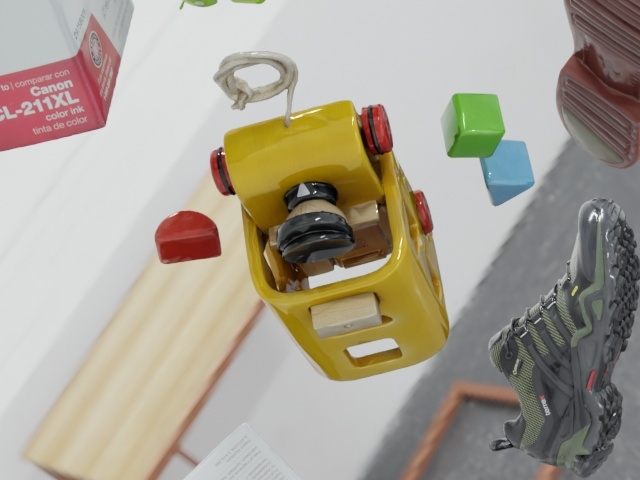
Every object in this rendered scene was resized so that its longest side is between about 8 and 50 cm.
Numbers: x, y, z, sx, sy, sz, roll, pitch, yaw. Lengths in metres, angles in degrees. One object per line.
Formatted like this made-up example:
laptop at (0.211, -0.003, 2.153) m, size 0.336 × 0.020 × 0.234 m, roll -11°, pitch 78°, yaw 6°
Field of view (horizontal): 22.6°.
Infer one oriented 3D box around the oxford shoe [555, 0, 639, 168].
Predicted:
oxford shoe at (0.283, -0.199, 1.344) m, size 0.130 × 0.123 × 0.348 m, roll -43°, pitch -15°, yaw -19°

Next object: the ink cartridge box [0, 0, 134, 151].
ink cartridge box at (-0.154, -0.149, 0.754) m, size 0.072 × 0.175 × 0.127 m, roll -11°, pitch 35°, yaw 9°

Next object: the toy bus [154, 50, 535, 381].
toy bus at (0.008, 0.004, 0.882) m, size 0.191 × 0.202 × 0.104 m, roll -47°, pitch 44°, yaw 48°

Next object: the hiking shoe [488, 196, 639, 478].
hiking shoe at (0.189, 0.074, 1.294) m, size 0.114 × 0.086 × 0.227 m, roll 9°, pitch 95°, yaw 25°

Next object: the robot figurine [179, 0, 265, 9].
robot figurine at (-0.083, -0.242, 1.341) m, size 0.115 × 0.101 × 0.067 m, roll -35°, pitch 36°, yaw 6°

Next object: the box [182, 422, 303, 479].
box at (-0.055, 0.185, 1.046) m, size 0.102 × 0.087 × 0.101 m, roll -43°, pitch -6°, yaw -8°
